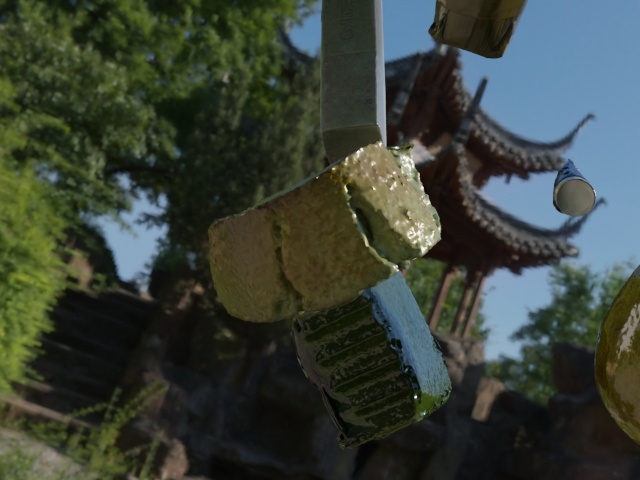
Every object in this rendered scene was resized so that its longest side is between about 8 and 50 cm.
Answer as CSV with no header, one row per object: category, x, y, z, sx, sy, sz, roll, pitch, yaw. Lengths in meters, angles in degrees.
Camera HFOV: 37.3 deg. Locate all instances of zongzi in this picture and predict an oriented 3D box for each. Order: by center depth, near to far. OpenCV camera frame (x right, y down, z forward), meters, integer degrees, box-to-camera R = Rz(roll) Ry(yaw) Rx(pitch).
zongzi,0.278,-0.463,1.489,0.145,0.300,0.274,19,-54,4

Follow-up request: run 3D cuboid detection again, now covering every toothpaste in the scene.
toothpaste,0.307,-0.060,1.177,0.045,0.071,0.193,13,12,7

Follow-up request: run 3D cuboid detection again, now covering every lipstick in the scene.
lipstick,0.037,-0.226,1.078,0.066,0.317,0.068,-5,-36,9

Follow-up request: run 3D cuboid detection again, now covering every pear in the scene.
pear,0.521,0.153,1.215,0.304,0.304,0.304,20,-11,4

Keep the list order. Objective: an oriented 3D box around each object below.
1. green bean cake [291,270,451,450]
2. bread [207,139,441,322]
green bean cake,0.091,0.211,1.839,0.218,0.319,0.335,-26,-8,15
bread,0.000,0.000,0.921,0.186,0.124,0.257,-22,-2,-43
